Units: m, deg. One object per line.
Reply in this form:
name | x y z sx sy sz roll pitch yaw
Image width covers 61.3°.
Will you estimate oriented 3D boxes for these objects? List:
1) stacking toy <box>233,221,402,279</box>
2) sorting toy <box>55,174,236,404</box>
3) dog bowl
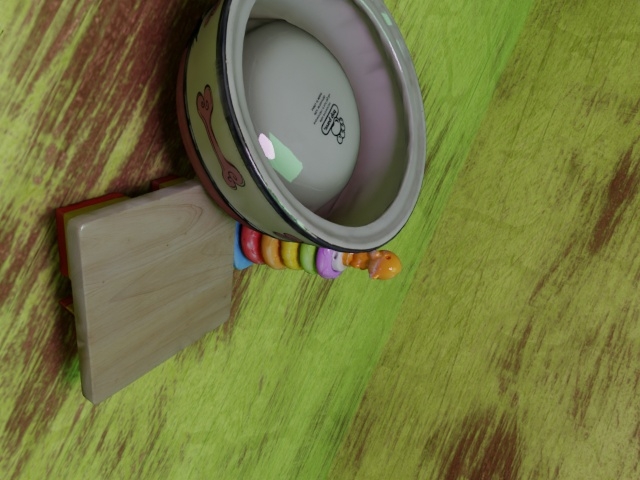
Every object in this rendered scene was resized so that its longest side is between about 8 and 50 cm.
stacking toy | 0.000 0.000 0.913 0.175 0.302 0.165 -46 146 -39
sorting toy | -0.236 0.042 0.740 0.257 0.090 0.255 -31 136 -52
dog bowl | -0.019 -0.179 0.759 0.408 0.151 0.407 10 77 -47
